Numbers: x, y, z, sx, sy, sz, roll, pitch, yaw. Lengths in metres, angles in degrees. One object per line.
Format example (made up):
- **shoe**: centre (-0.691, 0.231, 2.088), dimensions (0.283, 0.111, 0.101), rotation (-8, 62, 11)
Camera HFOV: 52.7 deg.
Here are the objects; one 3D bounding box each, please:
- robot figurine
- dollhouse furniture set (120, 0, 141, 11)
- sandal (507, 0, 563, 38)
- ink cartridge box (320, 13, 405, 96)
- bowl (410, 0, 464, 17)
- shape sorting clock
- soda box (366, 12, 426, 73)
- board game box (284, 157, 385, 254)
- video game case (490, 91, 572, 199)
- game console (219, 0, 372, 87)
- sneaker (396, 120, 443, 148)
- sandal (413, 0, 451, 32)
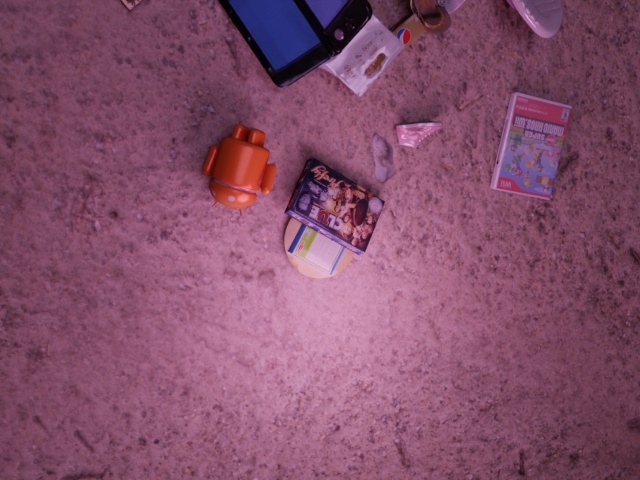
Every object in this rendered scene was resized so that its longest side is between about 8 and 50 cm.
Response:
- **robot figurine**: centre (-0.201, -0.175, 1.613), dimensions (0.158, 0.128, 0.220), rotation (15, 96, -27)
- **dollhouse furniture set**: centre (-0.419, -0.630, 1.455), dimensions (0.151, 0.123, 0.144), rotation (-41, 109, -6)
- **sandal**: centre (0.519, -0.732, 1.752), dimensions (0.169, 0.102, 0.416), rotation (-36, 97, -23)
- **ink cartridge box**: centre (0.067, -0.506, 1.649), dimensions (0.232, 0.066, 0.189), rotation (41, 86, -12)
- **bowl**: centre (0.301, -0.669, 1.683), dimensions (0.170, 0.170, 0.080), rotation (-11, 60, -15)
- **shape sorting clock**: centre (0.000, 0.000, 1.758), dimensions (0.206, 0.040, 0.206), rotation (-2, 95, -21)
- **soda box**: centre (0.187, -0.518, 1.702), dimensions (0.181, 0.061, 0.058), rotation (-42, 110, -6)
- **board game box**: centre (0.042, -0.089, 1.726), dimensions (0.243, 0.042, 0.165), rotation (29, 72, -20)
- **video game case**: centre (0.623, -0.276, 1.909), dimensions (0.204, 0.025, 0.285), rotation (8, 99, -19)
- **game console**: centre (-0.065, -0.560, 1.522), dimensions (0.173, 0.250, 0.293), rotation (-35, 91, -35)
- **sneaker**: centre (0.273, -0.292, 1.782), dimensions (0.134, 0.051, 0.070), rotation (-8, 105, -13)
- **sandal**: centre (0.293, -0.587, 1.681), dimensions (0.072, 0.049, 0.180), rotation (-29, 154, 18)
